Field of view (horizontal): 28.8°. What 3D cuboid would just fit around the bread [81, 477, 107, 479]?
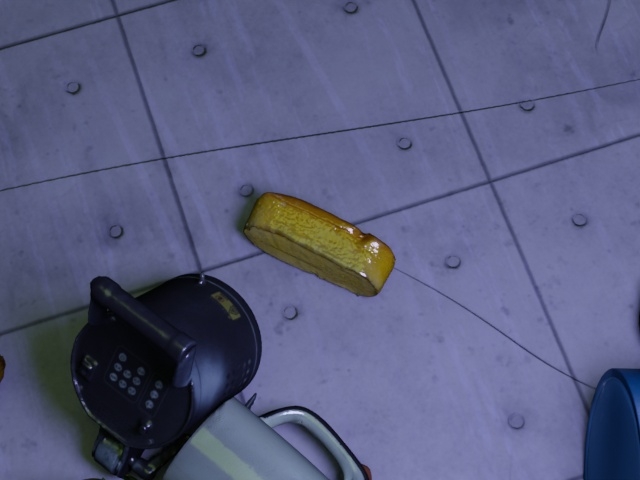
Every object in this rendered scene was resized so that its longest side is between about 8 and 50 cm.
[{"bbox_3d":[-0.312,0.436,1.781,0.133,0.252,0.174,-2,62,46],"label":"bread"}]

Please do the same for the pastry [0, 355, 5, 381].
[{"bbox_3d":[-0.553,0.213,1.836,0.103,0.188,0.189,40,73,11],"label":"pastry"}]

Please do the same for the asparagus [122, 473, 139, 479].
[{"bbox_3d":[-0.239,0.379,1.864,0.166,0.013,0.016,26,81,9],"label":"asparagus"}]

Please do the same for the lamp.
[{"bbox_3d":[-0.212,0.158,1.803,0.205,0.374,0.272,34,45,13],"label":"lamp"}]

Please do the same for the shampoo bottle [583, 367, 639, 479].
[{"bbox_3d":[0.568,0.346,1.721,0.343,0.331,0.331,2,69,-2],"label":"shampoo bottle"}]

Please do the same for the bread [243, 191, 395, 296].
[{"bbox_3d":[0.000,0.000,1.969,0.245,0.102,0.094,25,73,10],"label":"bread"}]

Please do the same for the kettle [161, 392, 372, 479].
[{"bbox_3d":[-0.065,0.346,1.802,0.255,0.165,0.240,37,62,11],"label":"kettle"}]
